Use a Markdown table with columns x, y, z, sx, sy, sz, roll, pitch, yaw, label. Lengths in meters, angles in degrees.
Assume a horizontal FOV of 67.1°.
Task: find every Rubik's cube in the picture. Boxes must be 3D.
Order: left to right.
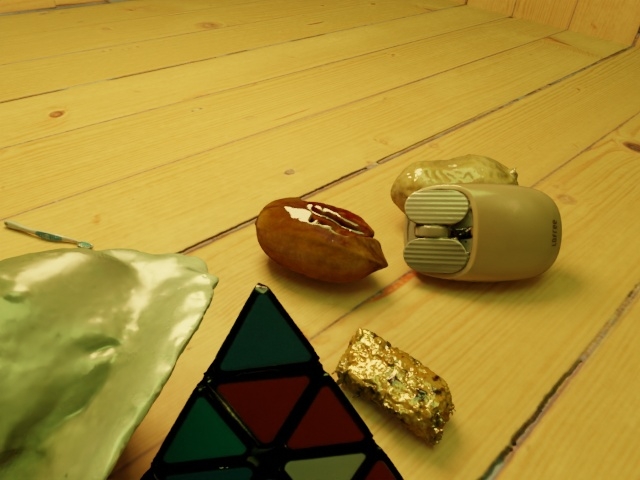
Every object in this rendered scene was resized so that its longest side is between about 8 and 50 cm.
| x | y | z | sx | sy | sz | roll | pitch | yaw | label |
| --- | --- | --- | --- | --- | --- | --- | --- | --- | --- |
| 0.004 | 0.168 | 0.446 | 0.234 | 0.250 | 0.284 | 32 | 37 | 3 | Rubik's cube |

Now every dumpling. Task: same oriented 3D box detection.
| x | y | z | sx | sy | sz | roll | pitch | yaw | label |
| --- | --- | --- | --- | --- | --- | --- | --- | --- | --- |
| -0.261 | 0.134 | 0.387 | 0.212 | 0.320 | 0.270 | 31 | 17 | -8 | dumpling |

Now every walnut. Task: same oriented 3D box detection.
| x | y | z | sx | sy | sz | roll | pitch | yaw | label |
| --- | --- | --- | --- | --- | --- | --- | --- | --- | --- |
| 0.000 | 0.000 | 0.693 | 0.207 | 0.115 | 0.116 | 20 | 41 | 19 | walnut |

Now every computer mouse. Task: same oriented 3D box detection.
| x | y | z | sx | sy | sz | roll | pitch | yaw | label |
| --- | --- | --- | --- | --- | --- | --- | --- | --- | --- |
| 0.236 | -0.012 | 0.702 | 0.237 | 0.145 | 0.082 | 3 | 3 | -3 | computer mouse |

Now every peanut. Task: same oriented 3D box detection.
| x | y | z | sx | sy | sz | roll | pitch | yaw | label |
| --- | --- | --- | --- | --- | --- | --- | --- | --- | --- |
| 0.227 | -0.078 | 0.797 | 0.225 | 0.129 | 0.129 | -6 | 39 | -10 | peanut |

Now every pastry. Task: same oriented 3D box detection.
| x | y | z | sx | sy | sz | roll | pitch | yaw | label |
| --- | --- | --- | --- | --- | --- | --- | --- | --- | --- |
| 0.083 | 0.158 | 0.540 | 0.140 | 0.056 | 0.080 | 26 | 55 | 22 | pastry |

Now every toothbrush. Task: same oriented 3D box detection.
| x | y | z | sx | sy | sz | roll | pitch | yaw | label |
| --- | --- | --- | --- | --- | --- | --- | --- | --- | --- |
| -0.419 | -0.009 | 0.742 | 0.162 | 0.014 | 0.017 | 15 | 21 | 14 | toothbrush |
